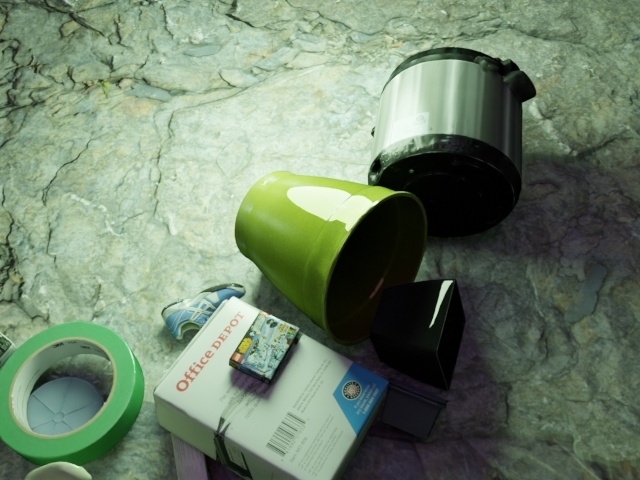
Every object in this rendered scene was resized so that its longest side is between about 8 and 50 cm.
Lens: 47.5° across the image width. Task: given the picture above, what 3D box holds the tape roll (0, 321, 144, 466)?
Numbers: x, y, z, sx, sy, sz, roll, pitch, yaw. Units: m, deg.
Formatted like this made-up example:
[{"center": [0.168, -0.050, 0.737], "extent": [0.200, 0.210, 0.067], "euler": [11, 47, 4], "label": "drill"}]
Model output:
[{"center": [-0.559, 0.338, 1.615], "extent": [0.321, 0.077, 0.321], "euler": [-2, 55, 4], "label": "tape roll"}]

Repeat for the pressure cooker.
[{"center": [0.317, -0.266, 1.790], "extent": [0.370, 0.375, 0.420], "euler": [10, 57, 0], "label": "pressure cooker"}]

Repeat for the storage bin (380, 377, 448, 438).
[{"center": [0.196, 0.363, 1.568], "extent": [0.135, 0.098, 0.091], "euler": [21, 88, 17], "label": "storage bin"}]

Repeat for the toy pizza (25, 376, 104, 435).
[{"center": [-0.583, 0.403, 1.639], "extent": [0.201, 0.032, 0.201], "euler": [-3, 55, 4], "label": "toy pizza"}]

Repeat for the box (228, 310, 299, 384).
[{"center": [-0.114, 0.217, 1.485], "extent": [0.094, 0.027, 0.137], "euler": [24, 51, 10], "label": "box"}]

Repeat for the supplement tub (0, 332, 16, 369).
[{"center": [-0.812, 0.291, 1.684], "extent": [0.117, 0.117, 0.190], "euler": [26, 62, 20], "label": "supplement tub"}]

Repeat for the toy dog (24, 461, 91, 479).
[{"center": [-0.560, 0.645, 1.280], "extent": [0.396, 0.284, 0.408], "euler": [-9, 33, 20], "label": "toy dog"}]

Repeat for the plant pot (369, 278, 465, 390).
[{"center": [0.214, 0.199, 1.623], "extent": [0.167, 0.187, 0.188], "euler": [7, 57, 24], "label": "plant pot"}]

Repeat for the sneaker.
[{"center": [-0.273, 0.168, 1.748], "extent": [0.211, 0.080, 0.081], "euler": [-25, 64, 0], "label": "sneaker"}]

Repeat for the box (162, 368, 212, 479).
[{"center": [-0.286, 0.429, 1.575], "extent": [0.067, 0.063, 0.324], "euler": [-15, 56, -7], "label": "box"}]

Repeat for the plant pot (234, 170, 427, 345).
[{"center": [0.000, 0.000, 1.694], "extent": [0.353, 0.366, 0.366], "euler": [27, 62, 34], "label": "plant pot"}]

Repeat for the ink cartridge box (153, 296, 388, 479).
[{"center": [-0.103, 0.339, 1.514], "extent": [0.395, 0.166, 0.285], "euler": [27, 53, 14], "label": "ink cartridge box"}]
